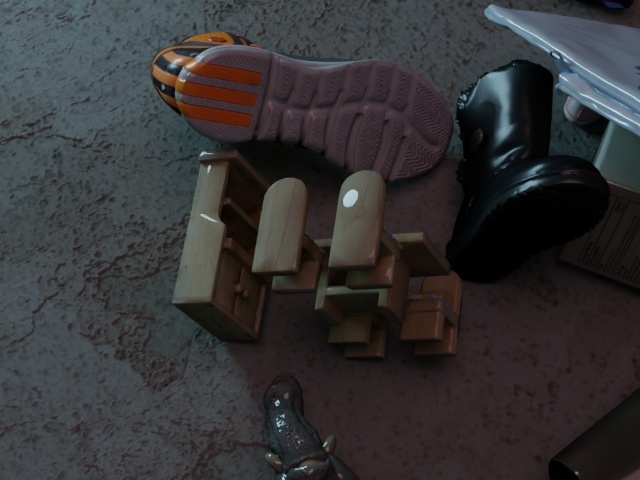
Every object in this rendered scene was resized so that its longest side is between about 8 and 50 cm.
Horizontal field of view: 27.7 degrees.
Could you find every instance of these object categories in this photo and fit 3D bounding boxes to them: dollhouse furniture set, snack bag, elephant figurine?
[{"bbox_3d":[0.000,0.000,1.227,0.242,0.212,0.161,-4,63,26],"label":"dollhouse furniture set"},{"bbox_3d":[0.354,-0.145,1.255,0.323,0.037,0.342,2,27,-31],"label":"snack bag"},{"bbox_3d":[0.006,0.256,1.144,0.169,0.239,0.186,25,97,-13],"label":"elephant figurine"}]

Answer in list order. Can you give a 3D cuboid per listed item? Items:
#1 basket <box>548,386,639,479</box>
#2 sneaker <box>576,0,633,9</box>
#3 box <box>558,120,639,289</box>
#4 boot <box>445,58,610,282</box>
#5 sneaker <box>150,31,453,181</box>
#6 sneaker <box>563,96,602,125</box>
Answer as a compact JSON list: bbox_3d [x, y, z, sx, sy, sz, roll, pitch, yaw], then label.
[{"bbox_3d":[0.337,0.203,1.177,0.226,0.154,0.204,-27,70,-11],"label":"basket"},{"bbox_3d":[0.364,-0.324,1.475,0.216,0.079,0.121,-12,68,1],"label":"sneaker"},{"bbox_3d":[0.374,-0.026,1.279,0.232,0.149,0.127,21,57,7],"label":"box"},{"bbox_3d":[0.197,-0.091,1.262,0.094,0.246,0.207,15,66,-15],"label":"boot"},{"bbox_3d":[-0.025,-0.156,1.344,0.321,0.180,0.125,13,103,-29],"label":"sneaker"},{"bbox_3d":[0.324,-0.180,1.402,0.134,0.070,0.051,-34,68,-18],"label":"sneaker"}]
